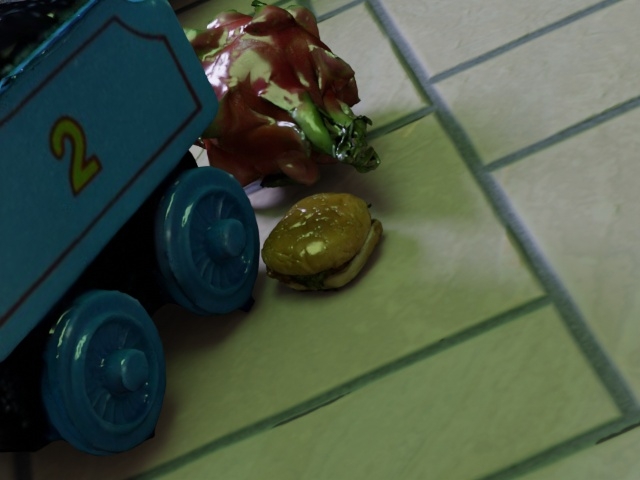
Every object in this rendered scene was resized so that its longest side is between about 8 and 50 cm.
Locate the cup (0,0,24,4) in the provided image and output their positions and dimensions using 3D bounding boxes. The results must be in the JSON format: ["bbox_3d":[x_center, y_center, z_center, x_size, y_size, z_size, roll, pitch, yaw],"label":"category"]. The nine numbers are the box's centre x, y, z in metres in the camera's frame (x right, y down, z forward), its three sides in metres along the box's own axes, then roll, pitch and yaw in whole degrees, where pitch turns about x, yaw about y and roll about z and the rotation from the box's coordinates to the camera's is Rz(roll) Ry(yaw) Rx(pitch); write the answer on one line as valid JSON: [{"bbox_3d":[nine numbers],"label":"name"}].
[{"bbox_3d":[-0.240,-0.375,1.643,0.327,0.322,0.237,-43,13,-30],"label":"cup"}]

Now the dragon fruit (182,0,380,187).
[{"bbox_3d":[-0.035,-0.097,1.252,0.137,0.135,0.236,-23,35,-5],"label":"dragon fruit"}]

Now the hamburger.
[{"bbox_3d":[0.000,0.000,1.164,0.076,0.044,0.083,-4,39,32],"label":"hamburger"}]

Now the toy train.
[{"bbox_3d":[-0.191,-0.009,1.096,0.188,0.265,0.300,-4,34,35],"label":"toy train"}]
